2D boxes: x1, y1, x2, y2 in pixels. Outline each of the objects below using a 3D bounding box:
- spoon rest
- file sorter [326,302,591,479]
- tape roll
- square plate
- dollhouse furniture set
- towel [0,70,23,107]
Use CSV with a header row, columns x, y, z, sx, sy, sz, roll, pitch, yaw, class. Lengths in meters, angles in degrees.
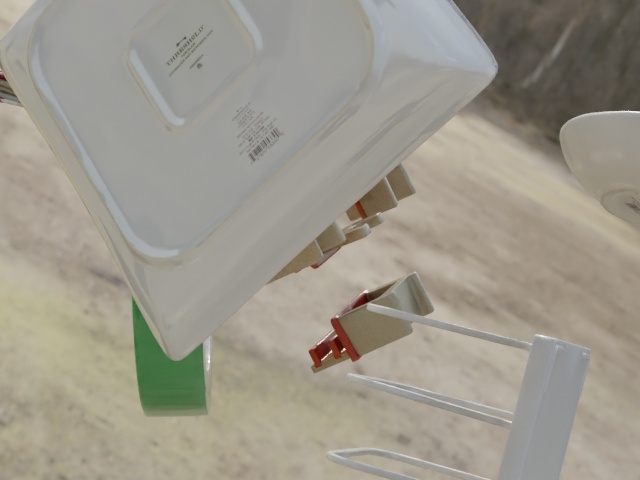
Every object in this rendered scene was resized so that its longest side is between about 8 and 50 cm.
x,y,z,sx,sy,sz,roll,pitch,yaw,class
0.276,-0.030,1.111,0.137,0.084,0.276,0,-25,44,spoon rest
0.102,0.201,1.321,0.173,0.277,0.193,15,-2,18,file sorter
-0.168,0.043,1.794,0.077,0.321,0.321,0,12,-2,tape roll
-0.085,-0.144,1.199,0.049,0.347,0.344,15,38,-58,square plate
0.000,0.000,1.678,0.259,0.135,0.262,63,29,-5,dollhouse furniture set
-0.328,-0.170,1.570,0.329,0.037,0.237,13,8,-1,towel
